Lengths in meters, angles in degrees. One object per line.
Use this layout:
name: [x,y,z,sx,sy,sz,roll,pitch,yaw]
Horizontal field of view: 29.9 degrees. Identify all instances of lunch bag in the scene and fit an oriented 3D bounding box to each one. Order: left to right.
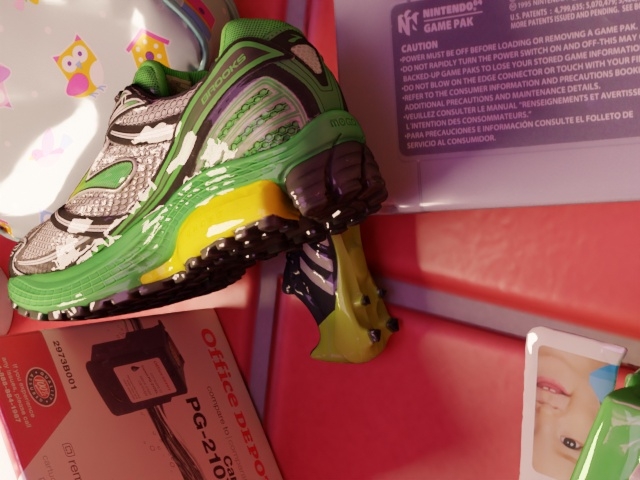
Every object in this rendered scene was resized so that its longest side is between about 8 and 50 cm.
lunch bag: [-0.208,-0.151,0.899,0.224,0.108,0.279,45,122,-8]

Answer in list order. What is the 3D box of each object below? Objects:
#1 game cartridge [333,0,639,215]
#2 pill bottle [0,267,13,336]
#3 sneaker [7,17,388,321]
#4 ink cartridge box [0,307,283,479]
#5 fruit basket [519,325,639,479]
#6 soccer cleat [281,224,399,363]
game cartridge: [0.140,-0.118,0.724,0.294,0.060,0.196,-2,97,37]
pill bottle: [-0.366,0.062,1.034,0.112,0.186,0.112,4,97,37]
sneaker: [-0.102,-0.036,0.818,0.343,0.134,0.146,-25,78,39]
ink cartridge box: [-0.150,0.150,0.851,0.100,0.237,0.172,-31,76,32]
fruit basket: [0.232,0.247,0.621,0.327,0.165,0.353,16,107,35]
soccer cleat: [0.000,0.000,0.835,0.072,0.060,0.179,-13,89,36]
